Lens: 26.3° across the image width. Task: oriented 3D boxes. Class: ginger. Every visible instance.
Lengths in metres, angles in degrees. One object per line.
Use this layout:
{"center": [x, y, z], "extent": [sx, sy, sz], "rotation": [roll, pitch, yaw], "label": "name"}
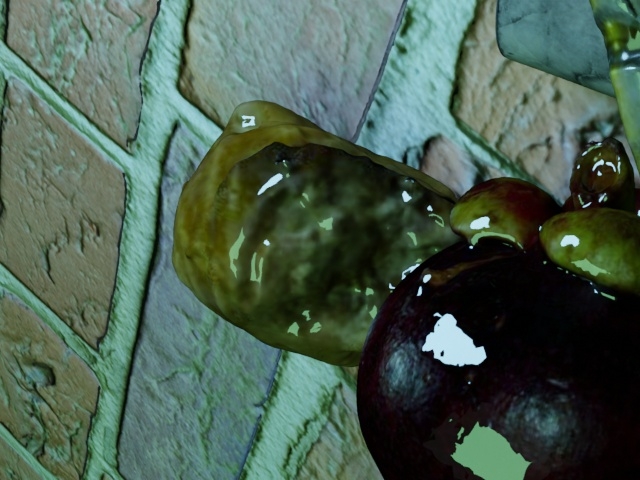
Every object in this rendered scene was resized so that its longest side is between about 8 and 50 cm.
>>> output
{"center": [-0.001, 0.004, 1.245], "extent": [0.269, 0.200, 0.223], "rotation": [22, -171, -20], "label": "ginger"}

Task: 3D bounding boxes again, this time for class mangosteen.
{"center": [0.189, 0.092, 1.040], "extent": [0.307, 0.307, 0.347], "rotation": [28, 107, 31], "label": "mangosteen"}

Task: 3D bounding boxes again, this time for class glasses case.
{"center": [0.259, -0.132, 0.943], "extent": [0.299, 0.060, 0.114], "rotation": [26, 130, 32], "label": "glasses case"}

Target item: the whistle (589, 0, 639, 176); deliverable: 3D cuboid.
{"center": [0.202, -0.180, 0.895], "extent": [0.057, 0.068, 0.326], "rotation": [-12, 95, 65], "label": "whistle"}
